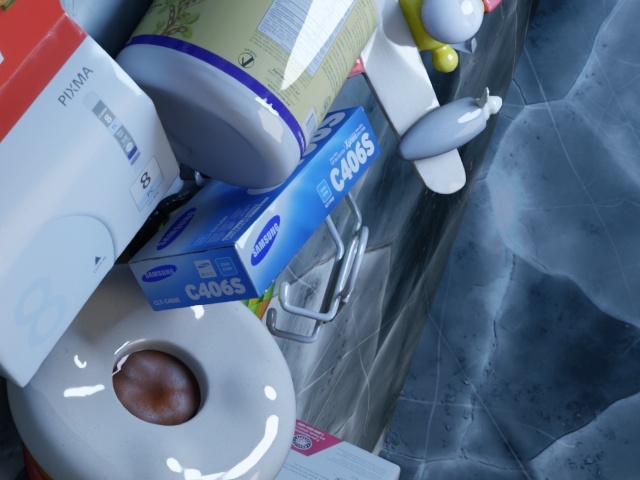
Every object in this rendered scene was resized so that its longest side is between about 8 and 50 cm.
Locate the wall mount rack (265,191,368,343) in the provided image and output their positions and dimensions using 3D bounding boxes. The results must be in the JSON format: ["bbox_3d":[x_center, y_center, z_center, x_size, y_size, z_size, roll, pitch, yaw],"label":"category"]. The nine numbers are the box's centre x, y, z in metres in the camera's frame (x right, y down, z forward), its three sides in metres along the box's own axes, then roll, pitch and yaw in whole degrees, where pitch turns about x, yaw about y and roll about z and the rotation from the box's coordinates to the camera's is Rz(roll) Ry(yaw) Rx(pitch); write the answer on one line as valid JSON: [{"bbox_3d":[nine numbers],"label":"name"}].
[{"bbox_3d":[0.000,0.000,2.054,0.350,0.131,0.304,118,-13,-73],"label":"wall mount rack"}]

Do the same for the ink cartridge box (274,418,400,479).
[{"bbox_3d":[-0.046,0.588,2.617,0.384,0.279,0.160,-51,158,-43],"label":"ink cartridge box"}]

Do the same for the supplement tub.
[{"bbox_3d":[-0.070,-0.254,1.487,0.331,0.241,0.241,-62,163,-20],"label":"supplement tub"}]

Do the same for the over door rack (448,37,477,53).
[{"bbox_3d":[0.134,-0.358,2.180,0.239,0.108,0.324,-60,142,-22],"label":"over door rack"}]

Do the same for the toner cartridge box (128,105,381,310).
[{"bbox_3d":[-0.072,-0.045,1.565,0.348,0.165,0.075,-51,123,-48],"label":"toner cartridge box"}]

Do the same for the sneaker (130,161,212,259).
[{"bbox_3d":[-0.168,-0.051,1.732,0.300,0.111,0.121,-56,176,-29],"label":"sneaker"}]

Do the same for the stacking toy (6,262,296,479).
[{"bbox_3d":[-0.267,0.286,1.635,0.350,0.351,0.480,-51,176,-44],"label":"stacking toy"}]

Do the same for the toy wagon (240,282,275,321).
[{"bbox_3d":[-0.108,-0.017,1.915,0.267,0.068,0.344,-17,121,-75],"label":"toy wagon"}]

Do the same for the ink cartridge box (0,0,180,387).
[{"bbox_3d":[-0.291,-0.067,1.246,0.308,0.091,0.385,-56,159,-21],"label":"ink cartridge box"}]

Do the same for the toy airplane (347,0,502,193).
[{"bbox_3d":[0.103,-0.300,1.781,0.386,0.272,0.384,23,75,-34],"label":"toy airplane"}]

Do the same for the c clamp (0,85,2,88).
[{"bbox_3d":[-0.325,-0.103,1.282,0.137,0.022,0.160,-16,129,-63],"label":"c clamp"}]
